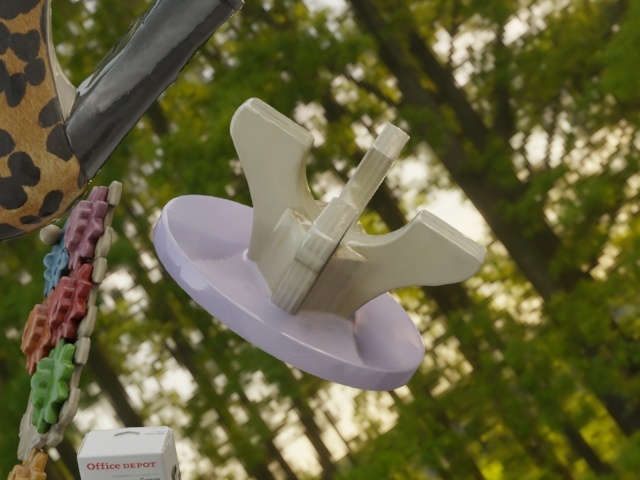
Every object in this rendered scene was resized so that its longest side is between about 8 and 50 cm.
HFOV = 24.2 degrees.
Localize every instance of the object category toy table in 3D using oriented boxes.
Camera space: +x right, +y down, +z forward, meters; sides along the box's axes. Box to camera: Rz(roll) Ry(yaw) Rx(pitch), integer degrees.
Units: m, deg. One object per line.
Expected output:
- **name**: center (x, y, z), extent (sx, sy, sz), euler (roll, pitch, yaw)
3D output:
- **toy table**: center (0.000, 0.000, 1.348), extent (0.161, 0.274, 0.252), euler (-59, 9, 30)

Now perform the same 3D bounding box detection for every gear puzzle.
- **gear puzzle**: center (-0.256, 0.115, 1.373), extent (0.044, 0.338, 0.175), euler (18, -29, -20)

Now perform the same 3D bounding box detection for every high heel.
- **high heel**: center (-0.188, -0.126, 0.689), extent (0.186, 0.261, 0.093), euler (-47, 15, 5)

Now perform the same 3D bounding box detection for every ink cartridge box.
- **ink cartridge box**: center (-0.203, 0.277, 1.630), extent (0.099, 0.135, 0.056), euler (-5, 22, 8)
